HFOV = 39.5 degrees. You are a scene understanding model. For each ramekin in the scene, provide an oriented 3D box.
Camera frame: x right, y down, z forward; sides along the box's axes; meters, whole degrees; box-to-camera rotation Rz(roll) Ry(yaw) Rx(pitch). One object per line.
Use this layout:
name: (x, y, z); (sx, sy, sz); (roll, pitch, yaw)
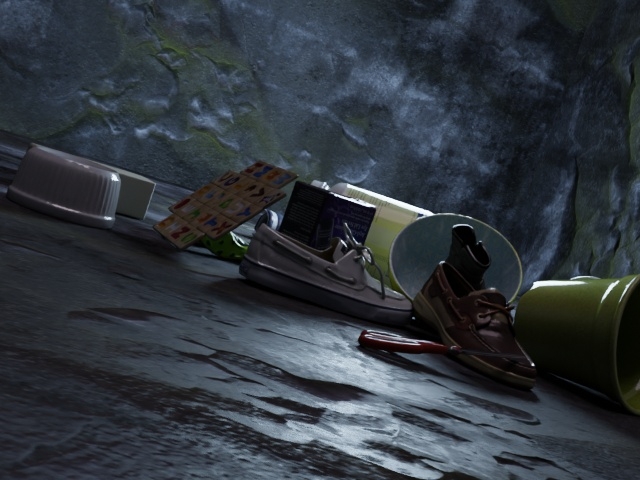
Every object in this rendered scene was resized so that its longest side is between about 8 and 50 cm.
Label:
ramekin: (-0.483, -0.105, 1.709); (0.207, 0.109, 0.207); (19, 3, -1)

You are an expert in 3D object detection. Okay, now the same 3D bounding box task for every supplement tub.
supplement tub: (0.105, -0.007, 2.233); (0.325, 0.235, 0.235); (20, 4, 5)

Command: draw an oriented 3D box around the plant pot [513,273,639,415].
plant pot: (0.529, 0.178, 1.740); (0.276, 0.276, 0.254); (16, -6, -42)

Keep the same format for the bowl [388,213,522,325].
bowl: (0.281, 0.098, 1.954); (0.290, 0.289, 0.156); (20, -39, 10)

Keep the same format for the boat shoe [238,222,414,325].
boat shoe: (0.036, 0.046, 1.696); (0.367, 0.156, 0.136); (20, 4, -19)

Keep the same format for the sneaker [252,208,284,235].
sneaker: (-0.121, -0.040, 2.639); (0.153, 0.099, 0.282); (20, 6, -10)

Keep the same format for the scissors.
scissors: (0.201, 0.176, 1.416); (0.297, 0.021, 0.109); (10, 0, -7)

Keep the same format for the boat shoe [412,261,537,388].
boat shoe: (0.285, 0.141, 1.609); (0.123, 0.123, 0.342); (18, 15, -26)

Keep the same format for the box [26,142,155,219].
box: (-0.523, -0.132, 2.007); (0.275, 0.094, 0.113); (17, 5, -32)

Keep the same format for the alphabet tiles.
alphabet tiles: (-0.204, -0.080, 1.876); (0.011, 0.285, 0.342); (62, -15, -22)

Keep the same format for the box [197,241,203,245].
box: (-0.248, -0.030, 1.975); (0.052, 0.083, 0.062); (19, 4, 4)

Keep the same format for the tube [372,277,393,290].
tube: (0.126, 0.118, 1.952); (0.070, 0.062, 0.240); (63, 12, 14)

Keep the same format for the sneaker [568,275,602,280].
sneaker: (0.628, 0.191, 2.009); (0.236, 0.130, 0.323); (15, -30, -16)

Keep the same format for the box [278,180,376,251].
box: (0.000, 0.000, 1.829); (0.153, 0.207, 0.108); (14, 7, -45)

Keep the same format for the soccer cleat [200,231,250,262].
soccer cleat: (-0.185, 0.016, 1.889); (0.179, 0.060, 0.072); (24, -9, -28)

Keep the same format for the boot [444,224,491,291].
boot: (0.301, 0.096, 1.741); (0.084, 0.161, 0.246); (-12, 49, -17)
